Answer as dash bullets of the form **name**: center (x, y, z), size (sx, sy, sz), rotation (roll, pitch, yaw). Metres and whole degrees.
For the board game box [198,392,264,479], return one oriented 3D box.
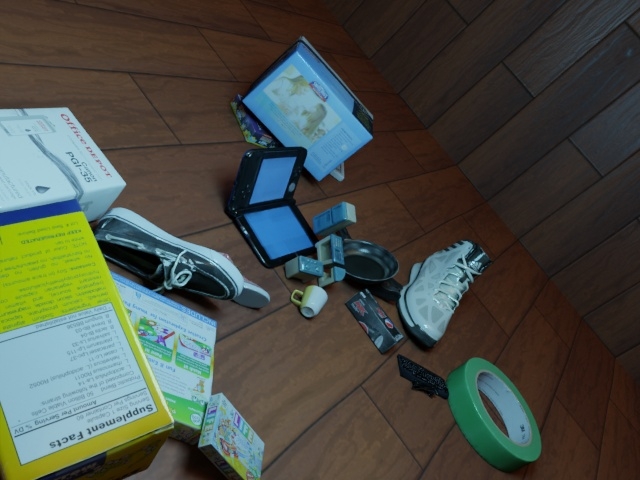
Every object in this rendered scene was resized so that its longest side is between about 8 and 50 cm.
- **board game box**: center (-0.148, 0.348, 1.076), size (0.103, 0.026, 0.154), rotation (-87, 152, -53)

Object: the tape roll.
- **tape roll**: center (0.495, 0.492, 1.809), size (0.321, 0.077, 0.321), rotation (35, 30, -23)

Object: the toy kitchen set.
- **toy kitchen set**: center (0.000, 0.000, 1.629), size (0.166, 0.122, 0.207), rotation (19, 57, -42)

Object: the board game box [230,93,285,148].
- **board game box**: center (-0.190, -0.361, 1.960), size (0.141, 0.048, 0.170), rotation (14, 42, -48)

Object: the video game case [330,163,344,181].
- **video game case**: center (-0.002, -0.327, 2.208), size (0.206, 0.026, 0.227), rotation (35, 31, -24)

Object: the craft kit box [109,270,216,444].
- **craft kit box**: center (-0.299, 0.197, 1.091), size (0.250, 0.061, 0.246), rotation (32, 29, -28)

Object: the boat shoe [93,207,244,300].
- **boat shoe**: center (-0.294, 0.050, 1.225), size (0.306, 0.113, 0.104), rotation (34, 37, -19)

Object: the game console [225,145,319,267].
- **game console**: center (-0.089, -0.097, 1.648), size (0.173, 0.250, 0.293), rotation (28, 21, 21)

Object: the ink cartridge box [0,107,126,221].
- **ink cartridge box**: center (-0.521, -0.122, 1.113), size (0.207, 0.117, 0.283), rotation (51, 28, 6)

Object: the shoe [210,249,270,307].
- **shoe**: center (-0.186, 0.082, 1.382), size (0.178, 0.063, 0.081), rotation (25, 40, -29)

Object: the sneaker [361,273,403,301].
- **sneaker**: center (0.180, 0.126, 1.861), size (0.170, 0.051, 0.089), rotation (29, 23, -24)

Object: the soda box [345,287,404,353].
- **soda box**: center (0.143, 0.213, 1.685), size (0.168, 0.060, 0.053), rotation (53, 27, 11)

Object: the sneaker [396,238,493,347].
- **sneaker**: center (0.386, 0.124, 1.929), size (0.169, 0.257, 0.447), rotation (43, 28, -9)

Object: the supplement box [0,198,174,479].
- **supplement box**: center (-0.368, 0.153, 0.841), size (0.194, 0.195, 0.356), rotation (-15, 64, -34)

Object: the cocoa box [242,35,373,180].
- **cocoa box**: center (-0.030, -0.405, 1.948), size (0.347, 0.231, 0.228), rotation (45, 23, -19)

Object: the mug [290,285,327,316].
- **mug**: center (-0.028, 0.153, 1.538), size (0.064, 0.078, 0.062), rotation (-63, 141, -52)

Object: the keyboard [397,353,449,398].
- **keyboard**: center (0.290, 0.372, 1.713), size (0.192, 0.038, 0.100), rotation (31, 33, -28)

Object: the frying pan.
- **frying pan**: center (0.077, 0.030, 1.826), size (0.326, 0.053, 0.197), rotation (34, 37, 31)
